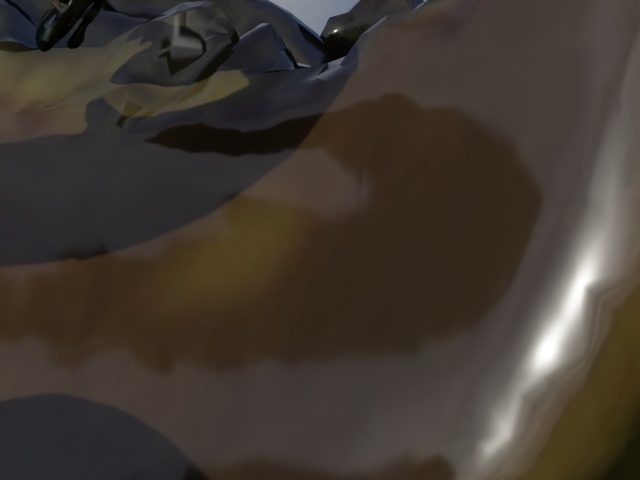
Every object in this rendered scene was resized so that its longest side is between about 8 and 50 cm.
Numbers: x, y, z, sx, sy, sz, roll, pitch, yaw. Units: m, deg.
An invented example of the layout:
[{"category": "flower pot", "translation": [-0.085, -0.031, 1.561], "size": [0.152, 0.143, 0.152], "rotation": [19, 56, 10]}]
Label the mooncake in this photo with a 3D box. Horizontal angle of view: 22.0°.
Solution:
[{"category": "mooncake", "translation": [0.000, 0.000, 0.559], "size": [0.393, 0.394, 0.246], "rotation": [-42, -43, 12]}]

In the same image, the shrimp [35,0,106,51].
[{"category": "shrimp", "translation": [-0.138, -0.059, 0.445], "size": [0.152, 0.046, 0.219], "rotation": [-17, -3, -45]}]
